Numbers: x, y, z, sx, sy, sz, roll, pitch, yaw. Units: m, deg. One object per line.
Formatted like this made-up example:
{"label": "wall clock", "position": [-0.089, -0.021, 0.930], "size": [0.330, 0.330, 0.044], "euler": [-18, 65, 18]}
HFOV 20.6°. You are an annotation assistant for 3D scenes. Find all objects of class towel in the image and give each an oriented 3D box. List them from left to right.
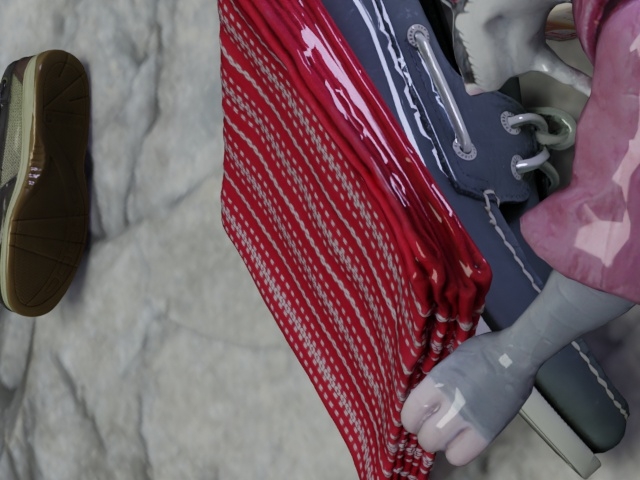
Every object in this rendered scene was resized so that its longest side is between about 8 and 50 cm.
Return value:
{"label": "towel", "position": [0.000, 0.000, 0.773], "size": [0.199, 0.031, 0.275], "euler": [60, 165, 23]}

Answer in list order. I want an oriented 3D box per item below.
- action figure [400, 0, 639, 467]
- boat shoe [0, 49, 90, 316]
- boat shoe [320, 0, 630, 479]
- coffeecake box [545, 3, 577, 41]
{"label": "action figure", "position": [0.182, -0.034, 0.544], "size": [0.370, 0.248, 0.275], "euler": [31, 151, 1]}
{"label": "boat shoe", "position": [-0.165, -0.032, 1.006], "size": [0.049, 0.056, 0.152], "euler": [1, 80, 44]}
{"label": "boat shoe", "position": [0.061, -0.049, 0.783], "size": [0.099, 0.116, 0.319], "euler": [-31, 76, 1]}
{"label": "coffeecake box", "position": [0.153, -0.174, 0.740], "size": [0.185, 0.068, 0.142], "euler": [-11, 83, 39]}
